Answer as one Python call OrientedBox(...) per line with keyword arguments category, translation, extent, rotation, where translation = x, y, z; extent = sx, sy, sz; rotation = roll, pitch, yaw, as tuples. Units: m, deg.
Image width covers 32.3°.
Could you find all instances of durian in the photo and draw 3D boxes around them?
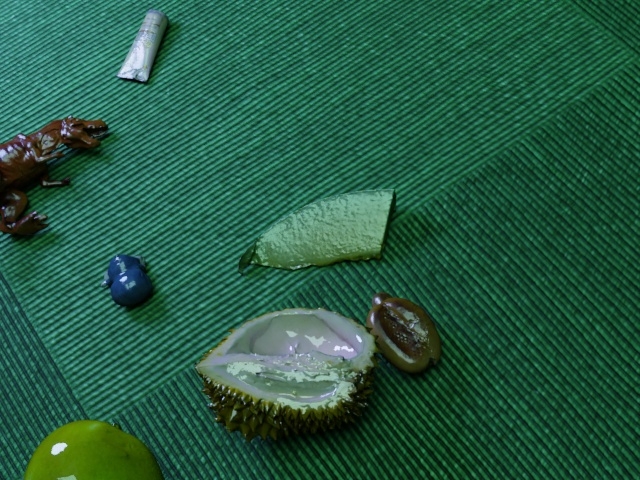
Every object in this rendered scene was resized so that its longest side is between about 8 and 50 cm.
OrientedBox(category="durian", translation=(-0.034, 0.188, 1.497), extent=(0.250, 0.138, 0.183), rotation=(-7, 24, 1))

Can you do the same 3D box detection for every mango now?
OrientedBox(category="mango", translation=(-0.277, 0.359, 1.413), extent=(0.185, 0.149, 0.273), rotation=(-1, 54, -45))

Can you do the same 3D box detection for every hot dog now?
OrientedBox(category="hot dog", translation=(0.111, 0.128, 1.551), extent=(0.090, 0.060, 0.140), rotation=(-37, 67, -17))

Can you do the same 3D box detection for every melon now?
OrientedBox(category="melon", translation=(-0.001, 0.000, 1.664), extent=(0.262, 0.053, 0.114), rotation=(-17, 76, 4))

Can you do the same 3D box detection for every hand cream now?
OrientedBox(category="hand cream", translation=(-0.306, -0.338, 1.916), extent=(0.061, 0.039, 0.143), rotation=(12, 67, 14))

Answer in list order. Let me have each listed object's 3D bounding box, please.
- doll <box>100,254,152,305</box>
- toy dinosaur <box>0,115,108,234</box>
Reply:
OrientedBox(category="doll", translation=(-0.294, 0.062, 1.665), extent=(0.076, 0.050, 0.083), rotation=(-28, 60, -2))
OrientedBox(category="toy dinosaur", translation=(-0.537, -0.082, 1.767), extent=(0.432, 0.097, 0.208), rotation=(-20, 48, -5))
